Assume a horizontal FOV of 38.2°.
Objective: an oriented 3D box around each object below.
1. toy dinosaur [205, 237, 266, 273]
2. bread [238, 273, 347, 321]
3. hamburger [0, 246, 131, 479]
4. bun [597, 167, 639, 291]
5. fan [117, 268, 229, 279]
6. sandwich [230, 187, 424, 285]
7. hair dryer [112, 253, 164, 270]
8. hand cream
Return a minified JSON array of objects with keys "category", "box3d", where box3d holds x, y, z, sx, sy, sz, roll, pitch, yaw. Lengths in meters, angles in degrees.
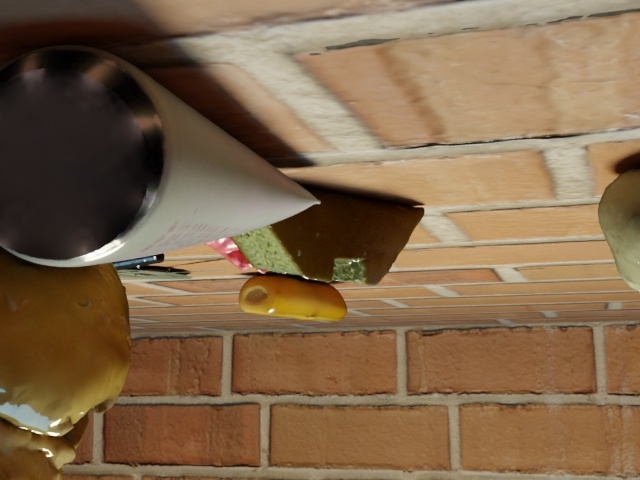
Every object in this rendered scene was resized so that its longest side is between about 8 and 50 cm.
[{"category":"toy dinosaur","box3d":[-0.068,-0.003,1.032,0.139,0.070,0.286,6,-179,43]},{"category":"bread","box3d":[-0.043,0.103,1.641,0.093,0.074,0.239,2,174,34]},{"category":"hamburger","box3d":[-0.269,0.038,0.620,0.284,0.174,0.304,31,180,-17]},{"category":"bun","box3d":[0.350,0.010,0.777,0.231,0.133,0.231,7,-178,0]},{"category":"fan","box3d":[-0.257,0.050,1.491,0.329,0.009,0.191,-5,169,44]},{"category":"sandwich","box3d":[0.000,0.000,0.916,0.244,0.088,0.090,6,173,-38]},{"category":"hair dryer","box3d":[-0.320,0.025,1.161,0.251,0.089,0.197,-10,169,2]},{"category":"hand cream","box3d":[-0.113,-0.041,0.641,0.186,0.118,0.359,-3,178,7]}]
